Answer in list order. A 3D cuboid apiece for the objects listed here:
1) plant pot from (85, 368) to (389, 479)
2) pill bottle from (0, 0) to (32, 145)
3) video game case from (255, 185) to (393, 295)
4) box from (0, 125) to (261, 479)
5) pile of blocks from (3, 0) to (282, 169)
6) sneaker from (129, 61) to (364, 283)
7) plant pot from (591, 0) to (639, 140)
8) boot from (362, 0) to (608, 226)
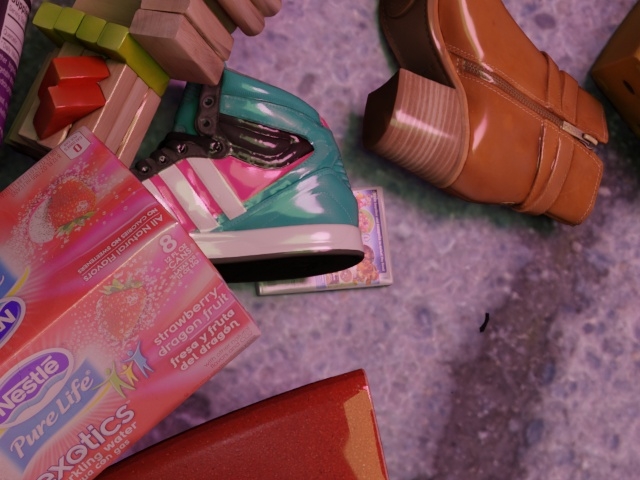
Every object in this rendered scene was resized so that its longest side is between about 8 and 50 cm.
[{"bbox_3d":[-0.066,0.254,1.343,0.236,0.267,0.267,-11,85,-6],"label":"plant pot"},{"bbox_3d":[-0.322,-0.130,1.344,0.181,0.181,0.323,13,78,-16],"label":"pill bottle"},{"bbox_3d":[0.000,0.000,1.520,0.122,0.011,0.087,-4,82,-19],"label":"video game case"},{"bbox_3d":[-0.216,0.087,1.251,0.300,0.154,0.142,-40,136,-6],"label":"box"},{"bbox_3d":[-0.114,-0.199,1.349,0.362,0.112,0.149,-43,62,0],"label":"pile of blocks"},{"bbox_3d":[-0.116,-0.061,1.435,0.295,0.124,0.178,-1,75,-11],"label":"sneaker"},{"bbox_3d":[0.368,-0.157,1.574,0.187,0.212,0.212,-38,95,-7],"label":"plant pot"},{"bbox_3d":[0.165,-0.163,1.555,0.220,0.109,0.283,20,65,-22],"label":"boot"}]
